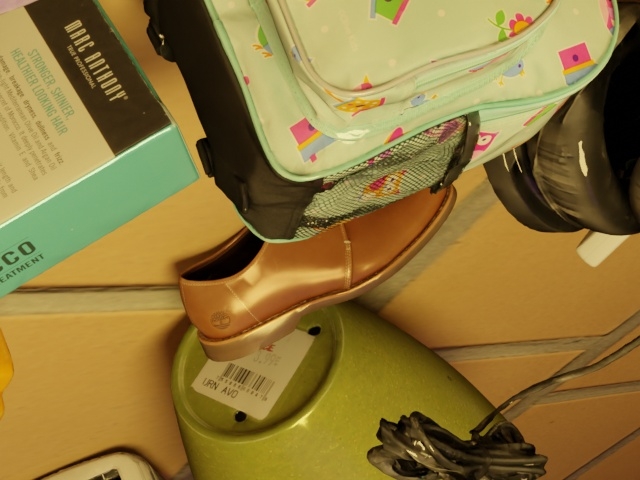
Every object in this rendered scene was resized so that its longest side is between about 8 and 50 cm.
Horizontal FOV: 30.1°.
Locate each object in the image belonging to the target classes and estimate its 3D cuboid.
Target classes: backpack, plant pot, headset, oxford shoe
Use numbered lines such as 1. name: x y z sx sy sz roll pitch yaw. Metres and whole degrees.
1. backpack: 0.035 -0.108 0.529 0.188 0.165 0.144 -16 163 -24
2. plant pot: 0.008 0.164 0.951 0.275 0.274 0.293 -28 139 4
3. headset: 0.163 -0.047 0.591 0.185 0.243 0.394 17 102 -43
4. oxford shoe: 0.000 0.000 0.823 0.212 0.076 0.076 -31 116 -12

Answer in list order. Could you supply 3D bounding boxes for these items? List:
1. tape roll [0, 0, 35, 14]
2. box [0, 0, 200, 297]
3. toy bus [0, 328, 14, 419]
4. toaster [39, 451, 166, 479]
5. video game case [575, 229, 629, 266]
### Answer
1. tape roll: -0.134 -0.159 0.379 0.189 0.080 0.189 -20 153 -11
2. box: -0.187 -0.015 0.544 0.244 0.100 0.060 -31 158 -6
3. toy bus: -0.313 0.101 0.589 0.333 0.130 0.108 6 140 -48
4. toaster: -0.206 0.281 1.091 0.227 0.129 0.146 -22 152 -5
5. video game case: 0.277 -0.084 0.857 0.201 0.023 0.183 -42 173 -48
